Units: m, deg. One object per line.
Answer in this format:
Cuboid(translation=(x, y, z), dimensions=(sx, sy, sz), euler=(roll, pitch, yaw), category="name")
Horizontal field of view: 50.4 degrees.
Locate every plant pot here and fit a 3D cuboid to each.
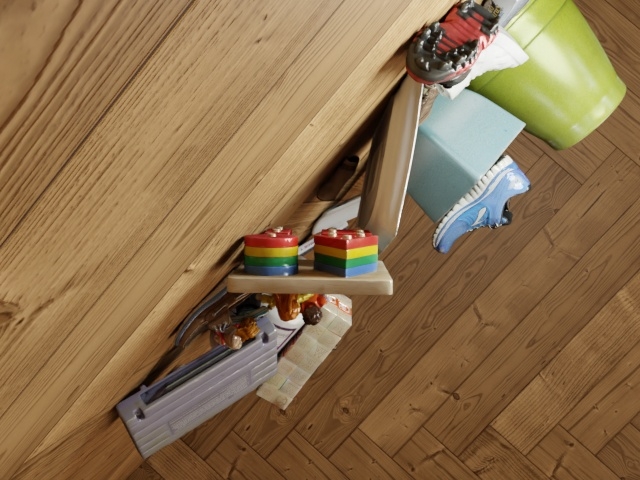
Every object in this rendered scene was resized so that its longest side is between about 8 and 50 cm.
Cuboid(translation=(0.313, -0.247, 1.739), dimensions=(0.248, 0.252, 0.247), euler=(-46, 175, -30), category="plant pot")
Cuboid(translation=(0.585, -0.435, 1.779), dimensions=(0.366, 0.353, 0.366), euler=(-47, -174, 6), category="plant pot")

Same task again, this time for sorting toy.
Cuboid(translation=(-0.014, 0.028, 1.167), dimensions=(0.255, 0.257, 0.089), euler=(-77, 168, -85), category="sorting toy")

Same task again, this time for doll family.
Cuboid(translation=(-0.113, 0.121, 1.336), dimensions=(0.263, 0.118, 0.163), euler=(-19, -140, 11), category="doll family")

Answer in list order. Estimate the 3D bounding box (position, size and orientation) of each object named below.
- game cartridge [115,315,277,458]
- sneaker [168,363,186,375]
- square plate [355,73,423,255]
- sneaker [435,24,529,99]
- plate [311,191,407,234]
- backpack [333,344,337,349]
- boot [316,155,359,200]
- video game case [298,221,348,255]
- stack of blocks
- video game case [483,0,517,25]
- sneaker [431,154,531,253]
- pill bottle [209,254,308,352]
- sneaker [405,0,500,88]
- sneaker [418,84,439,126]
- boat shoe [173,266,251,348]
Cuboid(translation=(-0.251, 0.316, 1.460), dimensions=(0.355, 0.068, 0.230), euler=(-29, 155, -23), category="game cartridge")
Cuboid(translation=(-0.365, 0.376, 1.740), dimensions=(0.094, 0.080, 0.212), euler=(-60, -179, -30), category="sneaker")
Cuboid(translation=(0.128, -0.138, 1.374), dimensions=(0.344, 0.049, 0.347), euler=(113, -12, -76), category="square plate")
Cuboid(translation=(0.304, -0.364, 1.374), dimensions=(0.169, 0.108, 0.292), euler=(-47, 155, 27), category="sneaker")
Cuboid(translation=(0.121, -0.107, 1.913), dimensions=(0.278, 0.045, 0.277), euler=(-23, -176, 17), category="plate")
Cuboid(translation=(-0.083, 0.209, 1.930), dimensions=(0.213, 0.276, 0.263), euler=(-45, -175, 24), category="backpack")
Cuboid(translation=(0.039, -0.135, 1.429), dimensions=(0.087, 0.042, 0.118), euler=(-58, 172, 33), category="boot")
Cuboid(translation=(0.000, 0.000, 2.016), dimensions=(0.183, 0.023, 0.201), euler=(-31, 176, 1), category="video game case")
Cuboid(translation=(-0.042, 0.253, 1.699), dimensions=(0.297, 0.087, 0.171), euler=(-53, -168, 19), category="stack of blocks")
Cuboid(translation=(0.446, -0.569, 1.458), dimensions=(0.269, 0.061, 0.244), euler=(-48, 176, -6), category="video game case")
Cuboid(translation=(0.425, -0.067, 1.810), dimensions=(0.330, 0.147, 0.130), euler=(-50, 176, 35), category="sneaker")
Cuboid(translation=(-0.126, 0.172, 1.620), dimensions=(0.301, 0.169, 0.169), euler=(-50, 176, 30), category="pill bottle")
Cuboid(translation=(0.205, -0.302, 1.128), dimensions=(0.276, 0.097, 0.135), euler=(-46, 174, -46), category="sneaker")
Cuboid(translation=(0.230, -0.332, 1.522), dimensions=(0.188, 0.066, 0.071), euler=(-55, 157, 21), category="sneaker")
Cuboid(translation=(-0.193, 0.136, 1.261), dimensions=(0.183, 0.066, 0.066), euler=(-48, 175, -10), category="boat shoe")
